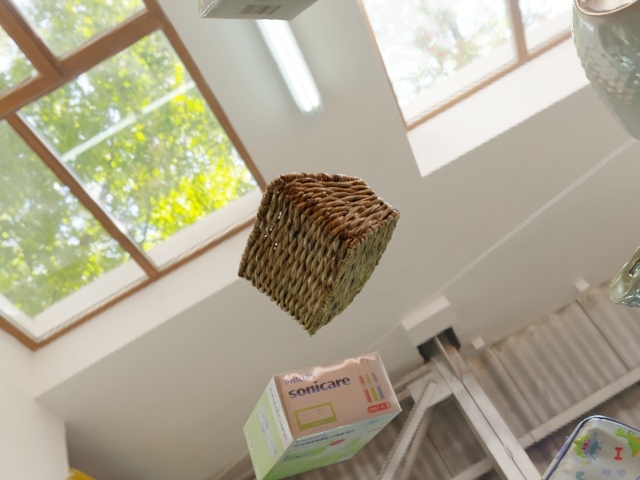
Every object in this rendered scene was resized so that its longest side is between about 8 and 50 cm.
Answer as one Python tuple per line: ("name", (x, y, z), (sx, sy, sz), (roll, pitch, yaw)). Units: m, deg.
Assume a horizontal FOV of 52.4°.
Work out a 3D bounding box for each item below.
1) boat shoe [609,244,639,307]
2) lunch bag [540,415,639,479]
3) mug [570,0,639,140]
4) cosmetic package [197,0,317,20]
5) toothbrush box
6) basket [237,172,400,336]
("boat shoe", (0.678, 0.047, 1.300), (0.079, 0.081, 0.227), (-95, -152, -51))
("lunch bag", (0.400, 0.358, 0.899), (0.176, 0.090, 0.219), (17, -132, 42))
("mug", (0.643, -0.424, 1.228), (0.276, 0.328, 0.374), (5, -112, 50))
("cosmetic package", (-0.131, -0.595, 1.157), (0.197, 0.365, 0.155), (-10, -176, -27))
("toothbrush box", (-0.008, 0.333, 1.203), (0.206, 0.283, 0.122), (-7, -122, -24))
("basket", (0.000, 0.000, 1.334), (0.223, 0.299, 0.213), (38, -136, 17))
